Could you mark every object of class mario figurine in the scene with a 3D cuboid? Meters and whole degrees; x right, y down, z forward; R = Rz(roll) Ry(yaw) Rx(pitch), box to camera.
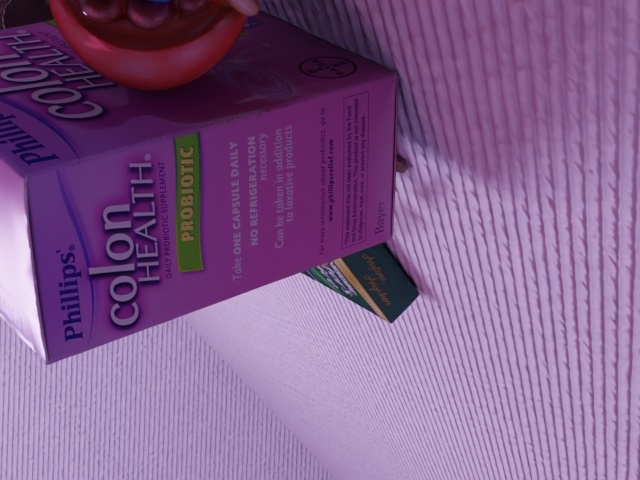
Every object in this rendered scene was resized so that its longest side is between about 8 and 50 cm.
[{"bbox_3d":[-0.096,-0.182,0.588,0.198,0.170,0.320,47,-178,-1],"label":"mario figurine"}]

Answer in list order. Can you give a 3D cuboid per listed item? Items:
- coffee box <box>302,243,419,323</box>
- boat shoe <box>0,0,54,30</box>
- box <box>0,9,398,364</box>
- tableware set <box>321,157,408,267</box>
[{"bbox_3d":[0.000,0.000,1.102,0.184,0.040,0.113,28,159,55],"label":"coffee box"},{"bbox_3d":[-0.194,-0.122,1.200,0.123,0.123,0.342,10,145,46],"label":"boat shoe"},{"bbox_3d":[-0.112,-0.057,0.764,0.213,0.243,0.117,33,134,45],"label":"box"},{"bbox_3d":[0.003,-0.058,0.919,0.128,0.039,0.194,56,163,4],"label":"tableware set"}]
